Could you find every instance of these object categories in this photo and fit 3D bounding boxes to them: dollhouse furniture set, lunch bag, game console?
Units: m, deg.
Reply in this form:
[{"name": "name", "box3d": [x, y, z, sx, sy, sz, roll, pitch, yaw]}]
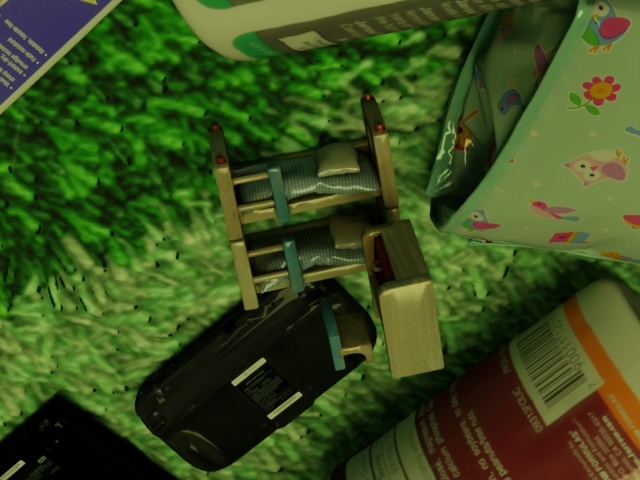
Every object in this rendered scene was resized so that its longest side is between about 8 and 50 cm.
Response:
[{"name": "dollhouse furniture set", "box3d": [0.000, 0.000, 1.025, 0.129, 0.184, 0.129, -12, 122, -2]}, {"name": "lunch bag", "box3d": [0.214, -0.087, 1.018, 0.223, 0.160, 0.262, 7, 136, -14]}, {"name": "game console", "box3d": [-0.103, 0.164, 1.191, 0.361, 0.044, 0.213, -39, 120, 15]}]

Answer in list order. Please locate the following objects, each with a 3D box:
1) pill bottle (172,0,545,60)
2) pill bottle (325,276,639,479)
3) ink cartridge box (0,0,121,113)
[{"name": "pill bottle", "box3d": [0.090, -0.232, 0.828, 0.361, 0.204, 0.204, -8, 124, 21]}, {"name": "pill bottle", "box3d": [0.141, 0.228, 1.161, 0.392, 0.224, 0.224, -38, 119, 14]}, {"name": "ink cartridge box", "box3d": [-0.261, -0.181, 0.955, 0.208, 0.045, 0.206, -41, 118, 12]}]
